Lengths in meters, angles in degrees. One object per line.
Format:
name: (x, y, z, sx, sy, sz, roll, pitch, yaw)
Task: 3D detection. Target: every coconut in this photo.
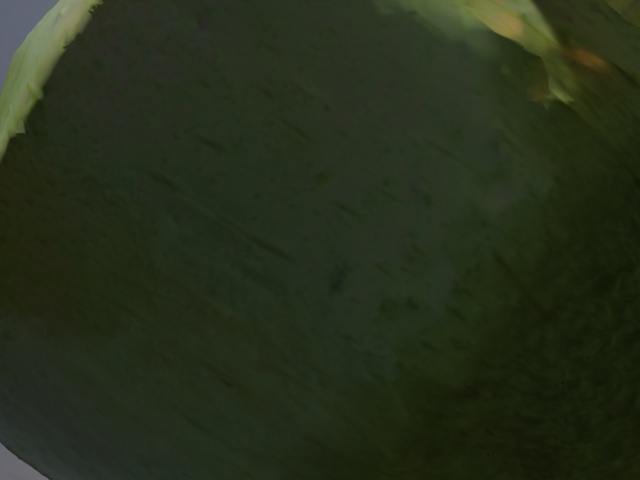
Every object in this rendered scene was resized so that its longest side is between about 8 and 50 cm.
coconut: (0.000, 0.000, 0.473, 0.281, 0.328, 0.328, -57, -3, -4)
